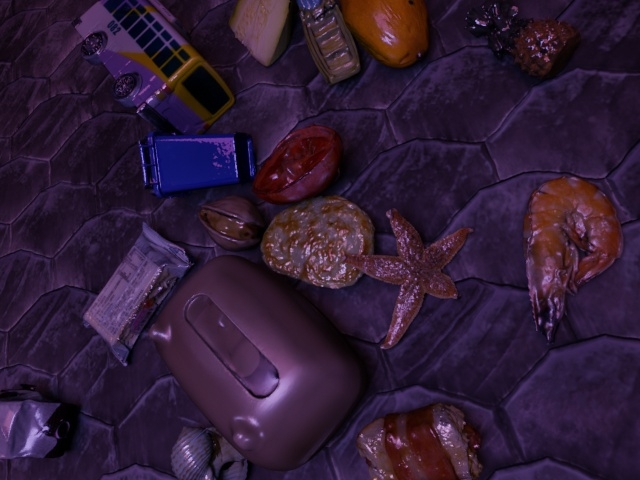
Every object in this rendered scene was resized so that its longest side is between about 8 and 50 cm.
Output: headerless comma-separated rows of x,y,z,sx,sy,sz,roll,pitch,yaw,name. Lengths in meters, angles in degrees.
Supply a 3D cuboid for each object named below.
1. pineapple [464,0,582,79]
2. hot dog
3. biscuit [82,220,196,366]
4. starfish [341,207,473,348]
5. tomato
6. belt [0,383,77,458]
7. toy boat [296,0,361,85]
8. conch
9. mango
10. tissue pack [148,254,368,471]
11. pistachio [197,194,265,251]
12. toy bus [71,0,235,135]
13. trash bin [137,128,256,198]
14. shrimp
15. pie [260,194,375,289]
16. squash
0.408,-0.429,0.913,0.237,0.119,0.111,47,137,30,pineapple
0.170,0.358,0.763,0.213,0.103,0.146,-16,90,25,hot dog
-0.449,0.128,1.068,0.186,0.079,0.309,31,86,23,biscuit
0.162,0.060,0.857,0.231,0.048,0.295,34,86,1,starfish
-0.039,-0.151,0.968,0.228,0.101,0.228,-24,36,19,tomato
-0.718,0.420,1.024,0.289,0.184,0.164,-2,68,14,belt
0.023,-0.495,1.085,0.111,0.084,0.276,-24,70,9,toy boat
-0.220,0.432,0.879,0.135,0.102,0.153,-39,98,-7,conch
0.136,-0.544,1.013,0.187,0.144,0.359,-16,69,-14,mango
-0.116,0.209,0.814,0.387,0.277,0.267,40,87,25,tissue pack
-0.193,-0.037,0.971,0.223,0.152,0.126,28,98,67,pistachio
-0.449,-0.480,1.180,0.249,0.209,0.440,-43,65,2,toy bus
-0.286,-0.185,1.038,0.234,0.184,0.163,-2,99,12,trash bin
0.443,0.032,0.779,0.164,0.062,0.317,7,74,19,shrimp
0.000,0.000,0.936,0.248,0.090,0.201,16,75,25,pie
-0.153,-0.617,1.147,0.204,0.155,0.237,-39,66,4,squash
